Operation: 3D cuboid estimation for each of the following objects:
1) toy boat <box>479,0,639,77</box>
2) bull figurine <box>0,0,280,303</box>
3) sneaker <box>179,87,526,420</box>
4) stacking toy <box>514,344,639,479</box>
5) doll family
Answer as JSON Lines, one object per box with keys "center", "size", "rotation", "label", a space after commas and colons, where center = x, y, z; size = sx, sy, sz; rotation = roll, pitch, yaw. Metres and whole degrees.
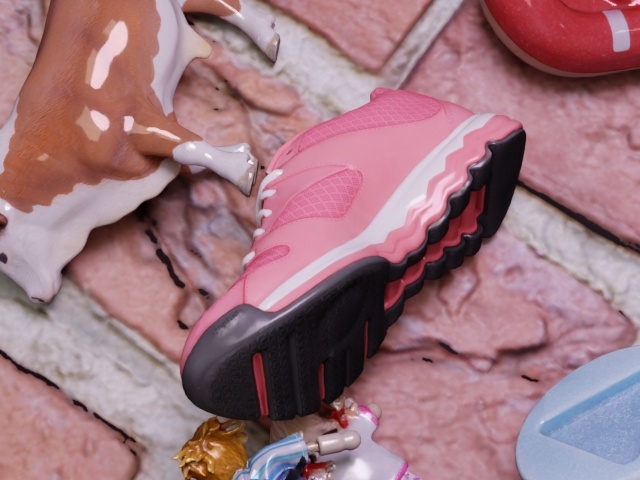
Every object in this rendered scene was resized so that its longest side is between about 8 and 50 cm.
{"center": [0.223, -0.208, 1.048], "size": [0.231, 0.151, 0.151], "rotation": [-11, 71, -4], "label": "toy boat"}
{"center": [-0.129, -0.104, 1.041], "size": [0.188, 0.101, 0.310], "rotation": [9, 73, -1], "label": "bull figurine"}
{"center": [0.000, 0.000, 0.986], "size": [0.136, 0.116, 0.314], "rotation": [30, 50, 26], "label": "sneaker"}
{"center": [0.175, 0.178, 0.830], "size": [0.309, 0.279, 0.130], "rotation": [-47, 117, -27], "label": "stacking toy"}
{"center": [-0.035, 0.195, 0.922], "size": [0.163, 0.118, 0.263], "rotation": [36, 73, 10], "label": "doll family"}
